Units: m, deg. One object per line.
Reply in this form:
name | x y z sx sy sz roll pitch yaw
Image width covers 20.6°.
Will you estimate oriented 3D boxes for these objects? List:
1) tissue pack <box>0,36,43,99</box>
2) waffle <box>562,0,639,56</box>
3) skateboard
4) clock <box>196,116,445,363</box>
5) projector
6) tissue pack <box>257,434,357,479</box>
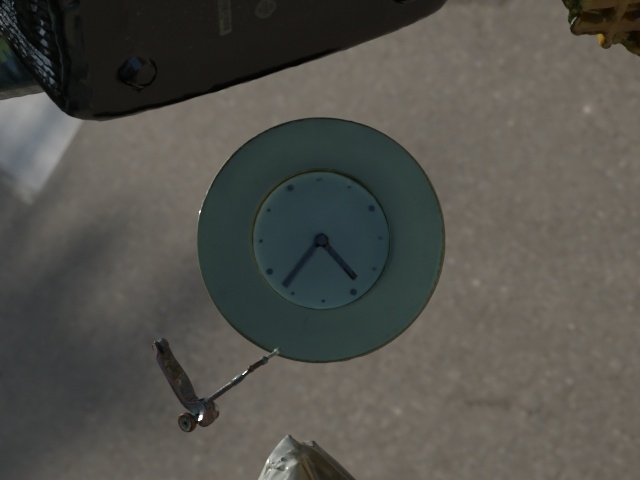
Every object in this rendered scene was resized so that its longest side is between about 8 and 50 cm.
tissue pack | -0.274 -0.242 1.737 0.081 0.257 0.185 68 -168 -87
waffle | 0.330 -0.251 1.542 0.238 0.243 0.059 -38 54 27
skateboard | -0.066 0.076 1.092 0.083 0.064 0.032 -34 -8 40
clock | 0.000 0.000 1.655 0.235 0.235 0.029 -60 -1 -4
projector | -0.098 -0.348 1.515 0.242 0.405 0.395 48 151 44
tissue pack | 0.014 0.442 1.831 0.375 0.390 0.195 -47 -3 -30
